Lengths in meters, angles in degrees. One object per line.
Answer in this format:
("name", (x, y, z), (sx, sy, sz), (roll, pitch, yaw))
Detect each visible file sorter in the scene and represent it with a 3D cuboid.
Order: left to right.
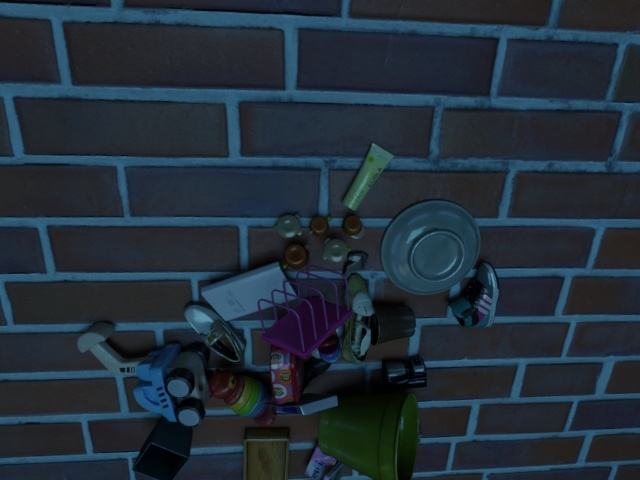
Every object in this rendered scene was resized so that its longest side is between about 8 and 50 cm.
("file sorter", (-0.053, 0.233, 1.511), (0.202, 0.291, 0.182), (13, 121, 35))

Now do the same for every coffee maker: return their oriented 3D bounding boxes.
("coffee maker", (0.360, 0.588, 1.831), (0.178, 0.120, 0.171), (-6, 136, -2))

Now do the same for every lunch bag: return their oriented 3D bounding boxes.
("lunch bag", (-0.133, 0.442, 1.622), (0.120, 0.293, 0.258), (-5, 112, 1))

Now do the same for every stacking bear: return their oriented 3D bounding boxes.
("stacking bear", (-0.321, 0.619, 1.717), (0.164, 0.175, 0.289), (-23, 129, 40))

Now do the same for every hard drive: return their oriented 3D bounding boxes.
("hard drive", (-0.262, 0.198, 1.603), (0.307, 0.040, 0.203), (-19, 135, 6))

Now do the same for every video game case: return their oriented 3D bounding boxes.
("video game case", (0.049, 1.122, 1.968), (0.026, 0.206, 0.227), (30, 111, 28))

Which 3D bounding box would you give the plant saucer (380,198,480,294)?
("plant saucer", (0.435, 0.046, 1.624), (0.400, 0.100, 0.400), (-2, 111, -5))

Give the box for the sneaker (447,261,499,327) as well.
("sneaker", (0.603, 0.234, 1.705), (0.178, 0.124, 0.295), (-10, 113, -12))

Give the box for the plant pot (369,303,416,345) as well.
("plant pot", (0.281, 0.328, 1.695), (0.165, 0.167, 0.167), (-3, 112, -13))

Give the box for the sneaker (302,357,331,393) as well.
("sneaker", (-0.056, 0.571, 1.766), (0.227, 0.130, 0.087), (-21, 113, 1))

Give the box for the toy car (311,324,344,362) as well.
("toy car", (0.030, 0.412, 1.707), (0.159, 0.136, 0.182), (-15, 112, 0))

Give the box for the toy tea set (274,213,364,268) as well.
("toy tea set", (0.000, 0.000, 1.579), (0.336, 0.124, 0.200), (-3, 82, -1))

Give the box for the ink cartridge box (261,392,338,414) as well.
("ink cartridge box", (-0.083, 0.640, 1.650), (0.224, 0.223, 0.045), (1, 75, -33))

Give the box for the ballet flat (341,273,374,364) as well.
("ballet flat", (0.153, 0.308, 1.638), (0.123, 0.123, 0.348), (6, 90, -8))

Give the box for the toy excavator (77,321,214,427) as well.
("toy excavator", (-0.678, 0.516, 1.659), (0.445, 0.222, 0.433), (-7, 111, 7))

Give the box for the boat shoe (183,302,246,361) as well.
("boat shoe", (-0.412, 0.360, 1.663), (0.302, 0.103, 0.113), (42, 102, -18))

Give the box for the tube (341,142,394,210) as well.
("tube", (0.161, -0.223, 1.518), (0.070, 0.062, 0.240), (17, 109, -54))

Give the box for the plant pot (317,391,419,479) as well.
("plant pot", (0.192, 0.791, 1.748), (0.353, 0.366, 0.366), (0, 114, 26))

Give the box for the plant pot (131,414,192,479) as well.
("plant pot", (-0.632, 0.827, 1.754), (0.165, 0.234, 0.166), (32, 106, -16))

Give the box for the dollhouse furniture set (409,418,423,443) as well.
("dollhouse furniture set", (0.410, 0.849, 1.956), (0.161, 0.101, 0.182), (12, 111, -36))

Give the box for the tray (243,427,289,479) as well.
("tray", (-0.253, 1.051, 1.964), (0.203, 0.076, 0.411), (2, 110, -6))

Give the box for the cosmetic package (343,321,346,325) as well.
("cosmetic package", (0.132, 0.342, 1.731), (0.041, 0.060, 0.115), (-41, 111, 9))

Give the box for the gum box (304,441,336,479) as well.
("gum box", (0.006, 1.029, 1.967), (0.107, 0.062, 0.188), (24, 109, 8))

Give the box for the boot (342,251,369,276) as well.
("boot", (0.139, 0.099, 1.649), (0.087, 0.042, 0.118), (9, 117, -17))
